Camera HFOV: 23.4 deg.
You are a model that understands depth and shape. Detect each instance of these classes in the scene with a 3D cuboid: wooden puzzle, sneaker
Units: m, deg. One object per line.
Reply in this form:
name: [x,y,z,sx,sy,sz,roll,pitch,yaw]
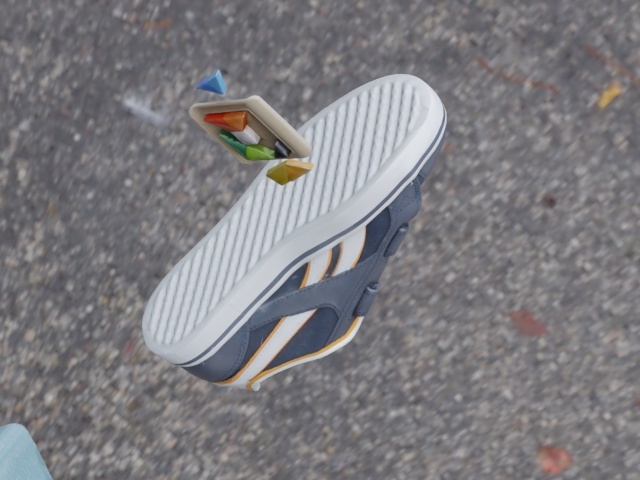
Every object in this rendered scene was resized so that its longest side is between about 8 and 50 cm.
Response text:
wooden puzzle: [-0.050,-0.076,1.100,0.116,0.078,0.014,38,61,-27]
sneaker: [0.000,0.000,1.303,0.127,0.321,0.126,35,20,-39]

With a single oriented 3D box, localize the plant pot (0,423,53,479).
plant pot: [-0.320,0.332,1.240,0.247,0.252,0.247,-26,95,5]
